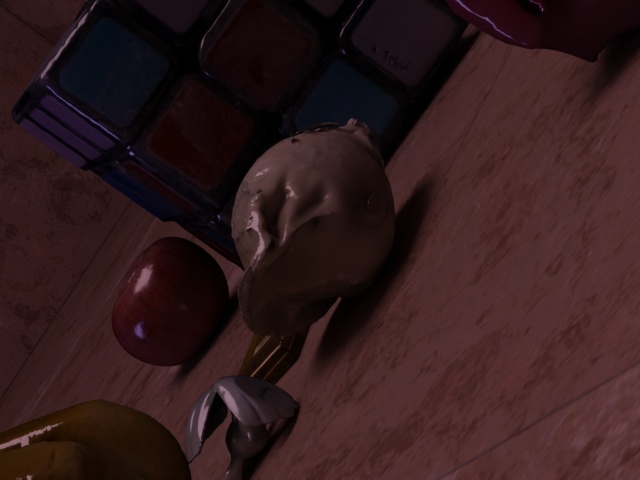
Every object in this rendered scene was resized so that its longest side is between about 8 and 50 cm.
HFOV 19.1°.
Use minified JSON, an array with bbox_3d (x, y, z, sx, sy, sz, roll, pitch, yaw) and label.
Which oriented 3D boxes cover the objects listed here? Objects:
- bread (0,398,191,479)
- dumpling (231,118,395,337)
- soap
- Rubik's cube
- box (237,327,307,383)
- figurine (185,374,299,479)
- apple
[{"bbox_3d":[-0.256,0.278,1.593,0.300,0.210,0.341,-52,8,34],"label":"bread"},{"bbox_3d":[0.000,0.000,1.659,0.247,0.142,0.172,-44,-32,-47],"label":"dumpling"},{"bbox_3d":[0.175,-0.273,1.481,0.127,0.220,0.325,-51,8,41],"label":"soap"},{"bbox_3d":[-0.100,-0.190,2.090,0.363,0.359,0.362,-54,12,-6],"label":"Rubik's cube"},{"bbox_3d":[-0.043,0.097,1.797,0.090,0.023,0.133,-47,11,28],"label":"box"},{"bbox_3d":[-0.070,0.158,1.605,0.094,0.082,0.086,-50,-17,-70],"label":"figurine"},{"bbox_3d":[-0.175,0.075,2.227,0.153,0.120,0.153,-56,11,17],"label":"apple"}]
